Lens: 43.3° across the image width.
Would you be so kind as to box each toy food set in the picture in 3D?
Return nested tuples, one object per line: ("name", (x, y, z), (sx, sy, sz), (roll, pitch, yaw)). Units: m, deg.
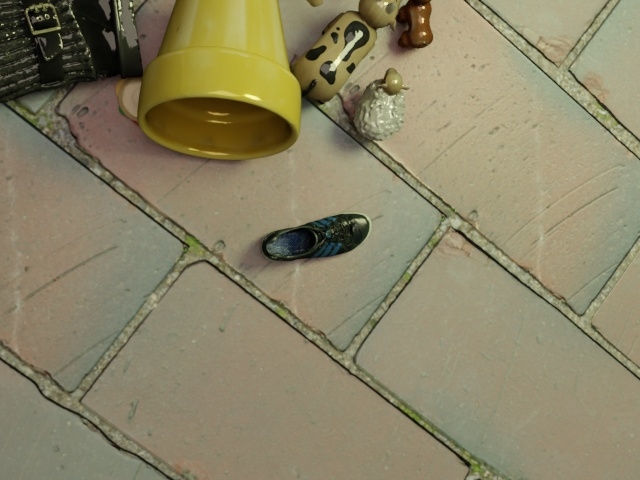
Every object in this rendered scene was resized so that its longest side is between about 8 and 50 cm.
("toy food set", (-0.300, -0.237, 1.358), (0.083, 0.020, 0.082), (-14, 94, -12))

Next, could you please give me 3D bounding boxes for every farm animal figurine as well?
("farm animal figurine", (0.042, -0.371, 1.349), (0.330, 0.172, 0.326), (23, 86, -11))

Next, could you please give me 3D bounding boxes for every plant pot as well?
("plant pot", (-0.155, -0.283, 1.287), (0.254, 0.254, 0.239), (5, 74, -12))

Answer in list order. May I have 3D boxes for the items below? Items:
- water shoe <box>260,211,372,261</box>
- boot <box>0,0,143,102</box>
("water shoe", (0.000, 0.000, 1.394), (0.203, 0.080, 0.073), (-16, 94, -11))
("boot", (-0.434, -0.403, 1.271), (0.260, 0.131, 0.348), (-9, 93, -12))
